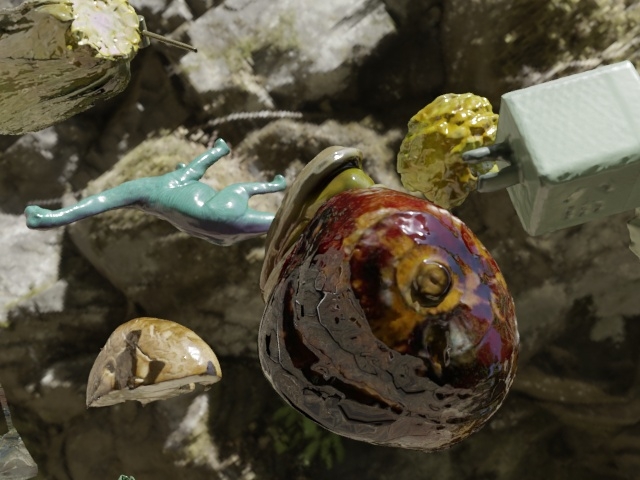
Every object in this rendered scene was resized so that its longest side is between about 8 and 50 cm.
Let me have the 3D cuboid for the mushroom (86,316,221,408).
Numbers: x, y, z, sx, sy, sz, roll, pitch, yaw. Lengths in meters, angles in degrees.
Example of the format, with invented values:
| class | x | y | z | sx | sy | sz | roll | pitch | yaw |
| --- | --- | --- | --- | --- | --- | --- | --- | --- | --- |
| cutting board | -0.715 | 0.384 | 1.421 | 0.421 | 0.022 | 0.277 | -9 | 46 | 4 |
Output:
| class | x | y | z | sx | sy | sz | roll | pitch | yaw |
| --- | --- | --- | --- | --- | --- | --- | --- | --- | --- |
| mushroom | -0.316 | 0.217 | 1.646 | 0.156 | 0.285 | 0.151 | 30 | 48 | -59 |

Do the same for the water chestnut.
| class | x | y | z | sx | sy | sz | roll | pitch | yaw |
| --- | --- | --- | --- | --- | --- | --- | --- | --- | --- |
| water chestnut | 0.078 | 0.084 | 0.942 | 0.289 | 0.289 | 0.244 | 52 | 29 | -1 |

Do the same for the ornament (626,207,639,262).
| class | x | y | z | sx | sy | sz | roll | pitch | yaw |
| --- | --- | --- | --- | --- | --- | --- | --- | --- | --- |
| ornament | 0.472 | -0.019 | 1.267 | 0.075 | 0.081 | 0.156 | -128 | -161 | -81 |

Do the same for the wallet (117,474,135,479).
| class | x | y | z | sx | sy | sz | roll | pitch | yaw |
| --- | --- | --- | --- | --- | --- | --- | --- | --- | --- |
| wallet | -0.478 | 0.697 | 2.108 | 0.055 | 0.236 | 0.160 | 15 | 12 | -32 |

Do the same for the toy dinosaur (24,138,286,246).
| class | x | y | z | sx | sy | sz | roll | pitch | yaw |
| --- | --- | --- | --- | --- | --- | --- | --- | --- | --- |
| toy dinosaur | -0.213 | -0.023 | 1.391 | 0.383 | 0.129 | 0.331 | 27 | 39 | 18 |

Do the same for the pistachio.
| class | x | y | z | sx | sy | sz | roll | pitch | yaw |
| --- | --- | --- | --- | --- | --- | --- | --- | --- | --- |
| pistachio | 0.000 | 0.000 | 1.199 | 0.166 | 0.197 | 0.288 | 49 | -32 | 28 |

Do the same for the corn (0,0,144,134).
| class | x | y | z | sx | sy | sz | roll | pitch | yaw |
| --- | --- | --- | --- | --- | --- | --- | --- | --- | --- |
| corn | -0.317 | -0.201 | 1.019 | 0.122 | 0.305 | 0.123 | -11 | 89 | -43 |

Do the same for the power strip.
| class | x | y | z | sx | sy | sz | roll | pitch | yaw |
| --- | --- | --- | --- | --- | --- | --- | --- | --- | --- |
| power strip | 0.282 | -0.100 | 1.071 | 0.140 | 0.224 | 0.139 | 78 | -4 | -64 |

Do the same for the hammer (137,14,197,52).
| class | x | y | z | sx | sy | sz | roll | pitch | yaw |
| --- | --- | --- | --- | --- | --- | --- | --- | --- | --- |
| hammer | -0.184 | -0.238 | 1.057 | 0.110 | 0.019 | 0.036 | 23 | -42 | 32 |

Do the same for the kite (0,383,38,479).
| class | x | y | z | sx | sy | sz | roll | pitch | yaw |
| --- | --- | --- | --- | --- | --- | --- | --- | --- | --- |
| kite | -0.641 | 0.386 | 1.734 | 0.015 | 0.169 | 0.310 | -119 | -148 | -47 |

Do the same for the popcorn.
| class | x | y | z | sx | sy | sz | roll | pitch | yaw |
| --- | --- | --- | --- | --- | --- | --- | --- | --- | --- |
| popcorn | 0.214 | -0.138 | 1.408 | 0.155 | 0.198 | 0.197 | 39 | 1 | 16 |
